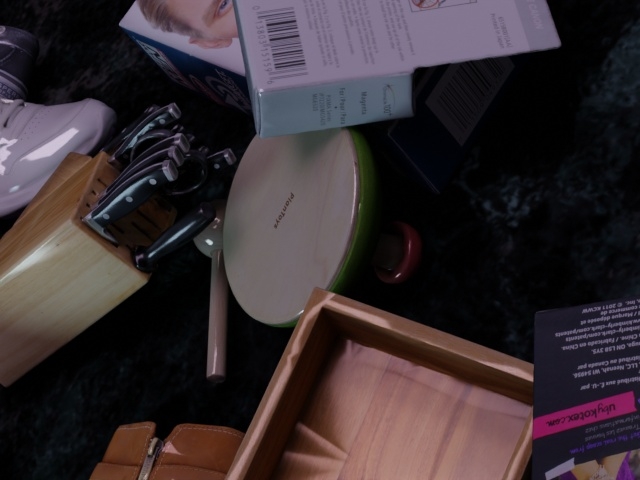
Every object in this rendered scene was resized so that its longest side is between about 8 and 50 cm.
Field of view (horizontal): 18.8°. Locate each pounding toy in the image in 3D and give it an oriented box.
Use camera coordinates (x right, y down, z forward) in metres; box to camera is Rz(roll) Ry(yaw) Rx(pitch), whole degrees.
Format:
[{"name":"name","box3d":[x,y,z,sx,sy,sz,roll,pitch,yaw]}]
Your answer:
[{"name":"pounding toy","box3d":[0.000,0.000,1.595,0.237,0.110,0.183,-40,50,42]}]

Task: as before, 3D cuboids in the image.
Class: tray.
[{"name":"tray","box3d":[0.009,0.256,1.393,0.202,0.076,0.411,19,71,19]}]

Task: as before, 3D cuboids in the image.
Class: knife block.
[{"name":"knife block","box3d":[-0.194,0.009,1.632,0.276,0.088,0.242,-52,19,-6]}]

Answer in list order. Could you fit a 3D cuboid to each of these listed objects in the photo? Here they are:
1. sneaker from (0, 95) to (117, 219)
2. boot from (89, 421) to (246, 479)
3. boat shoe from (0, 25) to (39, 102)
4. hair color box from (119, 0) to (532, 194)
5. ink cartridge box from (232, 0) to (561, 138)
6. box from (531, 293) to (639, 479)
[{"name":"sneaker","box3d":[-0.336,-0.091,1.804,0.305,0.152,0.114,-14,25,23]},{"name":"boot","box3d":[-0.190,0.245,1.531,0.283,0.109,0.220,-4,61,27]},{"name":"boat shoe","box3d":[-0.415,-0.179,1.947,0.301,0.108,0.102,3,63,31]},{"name":"hair color box","box3d":[0.002,-0.184,1.689,0.347,0.105,0.174,24,76,40]},{"name":"ink cartridge box","box3d":[0.047,-0.213,1.571,0.238,0.060,0.275,-8,50,-5]},{"name":"box","box3d":[0.231,0.185,1.270,0.143,0.165,0.270,-11,57,26]}]
